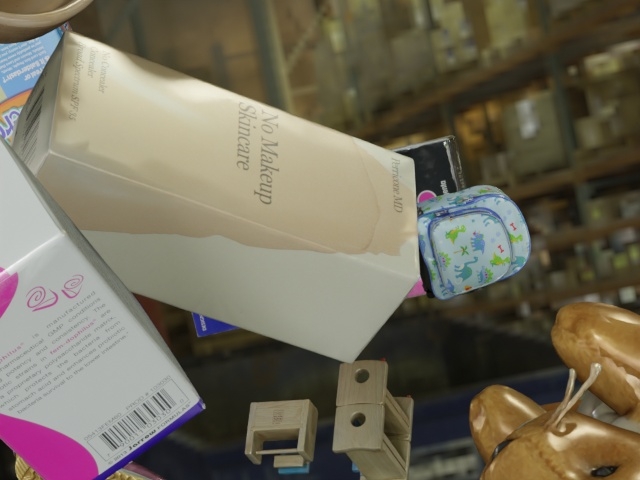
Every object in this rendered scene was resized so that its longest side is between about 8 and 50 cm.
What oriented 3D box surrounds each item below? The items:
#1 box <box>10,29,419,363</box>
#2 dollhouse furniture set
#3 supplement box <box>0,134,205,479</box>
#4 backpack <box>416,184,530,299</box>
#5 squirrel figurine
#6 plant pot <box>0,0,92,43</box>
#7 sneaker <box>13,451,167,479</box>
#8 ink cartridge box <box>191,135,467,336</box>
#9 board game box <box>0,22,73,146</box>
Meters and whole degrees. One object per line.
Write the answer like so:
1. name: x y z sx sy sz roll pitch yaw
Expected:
1. box: -0.085 -0.030 1.483 0.311 0.148 0.121 18 -46 -20
2. dollhouse furniture set: 0.014 0.244 2.487 0.184 0.129 0.129 -5 -31 19
3. supplement box: -0.177 0.049 1.151 0.111 0.114 0.220 -35 -36 -3
4. backpack: 0.156 0.002 1.933 0.114 0.105 0.084 -19 17 -9
5. squirrel figurine: 0.276 0.220 1.337 0.281 0.397 0.370 -41 -4 21
6. plant pot: -0.251 -0.217 1.176 0.110 0.237 0.237 -28 -12 37
7. sneaker: -0.199 0.214 1.747 0.069 0.185 0.084 -49 26 17
8. ink cartridge box: 0.000 0.000 2.248 0.371 0.175 0.069 -12 3 15
9. board game box: -0.291 -0.161 1.582 0.160 0.210 0.047 -24 7 9
